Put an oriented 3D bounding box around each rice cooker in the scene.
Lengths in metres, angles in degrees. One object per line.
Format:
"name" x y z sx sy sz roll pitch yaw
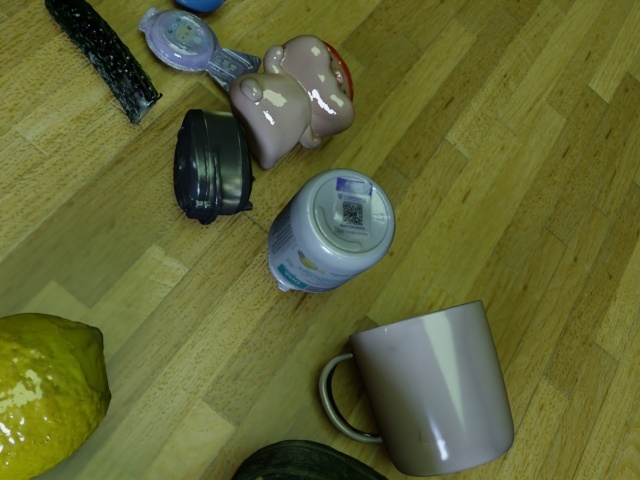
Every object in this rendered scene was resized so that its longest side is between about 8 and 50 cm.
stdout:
"rice cooker" -0.154 -0.107 0.855 0.106 0.112 0.165 -8 76 -30

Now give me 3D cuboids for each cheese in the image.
"cheese" -0.191 -0.301 0.945 0.191 0.042 0.105 28 66 -13

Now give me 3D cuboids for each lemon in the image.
"lemon" -0.330 0.172 0.654 0.180 0.180 0.193 41 41 -4

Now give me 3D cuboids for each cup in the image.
"cup" 0.128 0.211 0.834 0.252 0.191 0.200 -15 80 5

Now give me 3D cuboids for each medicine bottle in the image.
"medicine bottle" 0.000 0.000 0.820 0.135 0.215 0.135 7 70 -20

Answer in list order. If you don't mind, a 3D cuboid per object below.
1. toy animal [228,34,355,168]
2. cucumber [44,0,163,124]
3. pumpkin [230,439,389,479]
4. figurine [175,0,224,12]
"toy animal" -0.036 -0.218 0.920 0.197 0.171 0.171 -39 89 -24
"cucumber" -0.316 -0.279 0.877 0.067 0.067 0.245 -34 85 -28
"pumpkin" -0.020 0.396 0.649 0.257 0.291 0.328 18 76 14
"figurine" -0.227 -0.584 0.949 0.416 0.243 0.298 54 19 -1
